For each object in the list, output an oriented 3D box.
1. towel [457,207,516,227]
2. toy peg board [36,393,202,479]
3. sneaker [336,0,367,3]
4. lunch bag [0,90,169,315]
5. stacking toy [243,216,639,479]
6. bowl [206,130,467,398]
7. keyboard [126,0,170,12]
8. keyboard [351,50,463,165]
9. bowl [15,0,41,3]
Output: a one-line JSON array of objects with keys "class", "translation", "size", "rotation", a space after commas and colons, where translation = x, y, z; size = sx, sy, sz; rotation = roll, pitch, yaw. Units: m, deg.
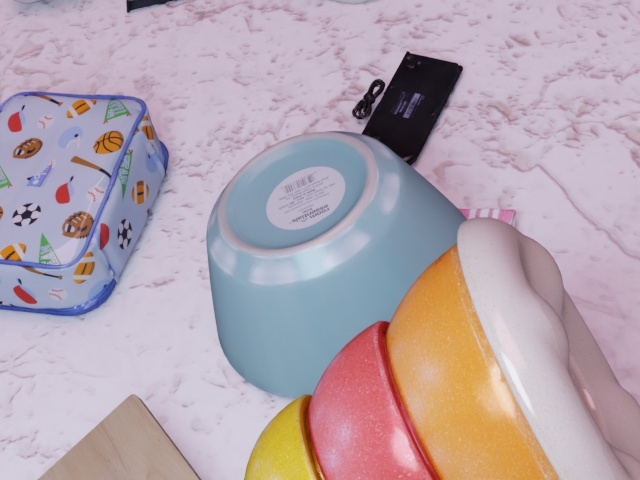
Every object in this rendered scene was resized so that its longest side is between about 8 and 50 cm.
[{"class": "towel", "translation": [0.114, 0.014, 1.717], "size": [0.197, 0.029, 0.144], "rotation": [3, 49, 19]}, {"class": "toy peg board", "translation": [-0.194, 0.273, 1.550], "size": [0.160, 0.079, 0.161], "rotation": [-43, 49, -2]}, {"class": "sneaker", "translation": [0.018, -0.371, 2.054], "size": [0.152, 0.084, 0.058], "rotation": [9, 52, 23]}, {"class": "lunch bag", "translation": [-0.331, -0.054, 1.849], "size": [0.243, 0.115, 0.303], "rotation": [3, 50, 21]}, {"class": "stacking toy", "translation": [0.051, 0.226, 1.415], "size": [0.480, 0.350, 0.350], "rotation": [-29, 45, 15]}, {"class": "bowl", "translation": [0.000, 0.000, 1.642], "size": [0.311, 0.163, 0.311], "rotation": [-15, 44, 15]}, {"class": "keyboard", "translation": [-0.272, -0.447, 2.243], "size": [0.201, 0.033, 0.317], "rotation": [-13, 46, 5]}, {"class": "keyboard", "translation": [0.098, -0.165, 1.889], "size": [0.108, 0.023, 0.180], "rotation": [15, 53, 19]}, {"class": "bowl", "translation": [-0.387, -0.407, 2.203], "size": [0.142, 0.053, 0.142], "rotation": [-21, 48, 23]}]
